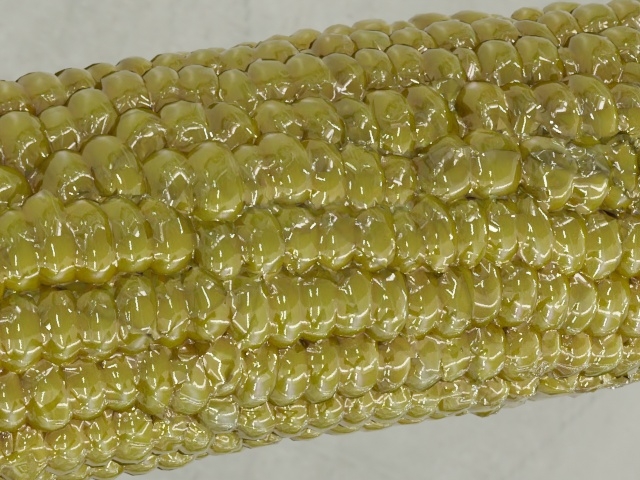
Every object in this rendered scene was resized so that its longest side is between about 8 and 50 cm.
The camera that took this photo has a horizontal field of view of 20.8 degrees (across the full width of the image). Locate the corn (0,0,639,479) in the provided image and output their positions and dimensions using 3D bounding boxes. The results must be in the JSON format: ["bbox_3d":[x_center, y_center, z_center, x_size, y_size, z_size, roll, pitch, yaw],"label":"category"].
[{"bbox_3d":[0.000,0.000,0.399,0.293,0.106,0.106,-11,122,-22],"label":"corn"}]
